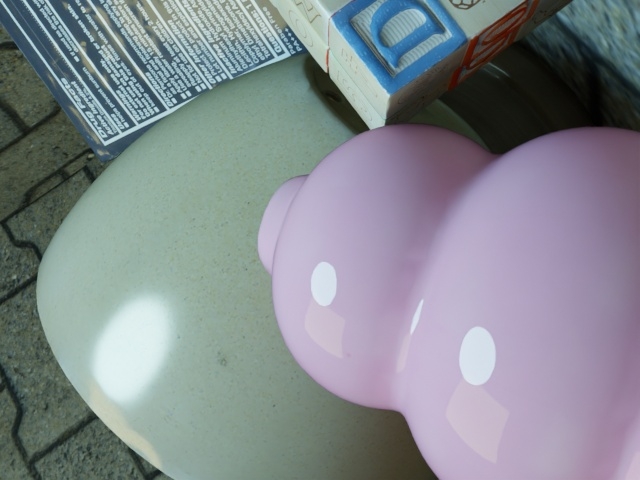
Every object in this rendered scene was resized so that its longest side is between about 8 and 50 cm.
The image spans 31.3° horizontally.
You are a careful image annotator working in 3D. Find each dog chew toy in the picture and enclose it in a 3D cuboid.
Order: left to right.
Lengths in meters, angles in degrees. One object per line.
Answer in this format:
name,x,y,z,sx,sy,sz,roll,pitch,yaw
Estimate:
dog chew toy,0.128,0.045,0.485,0.332,0.206,0.206,21,164,17

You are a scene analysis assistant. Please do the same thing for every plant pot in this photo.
plant pot,0.000,0.000,0.684,0.284,0.191,0.284,25,-152,-14
plant pot,0.093,-0.028,0.849,0.237,0.110,0.237,31,137,34

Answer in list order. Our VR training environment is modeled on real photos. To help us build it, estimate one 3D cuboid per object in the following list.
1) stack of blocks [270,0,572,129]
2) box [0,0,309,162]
stack of blocks,0.008,-0.219,0.539,0.297,0.171,0.087,53,175,7
box,-0.116,-0.249,0.820,0.294,0.183,0.296,-15,114,49
